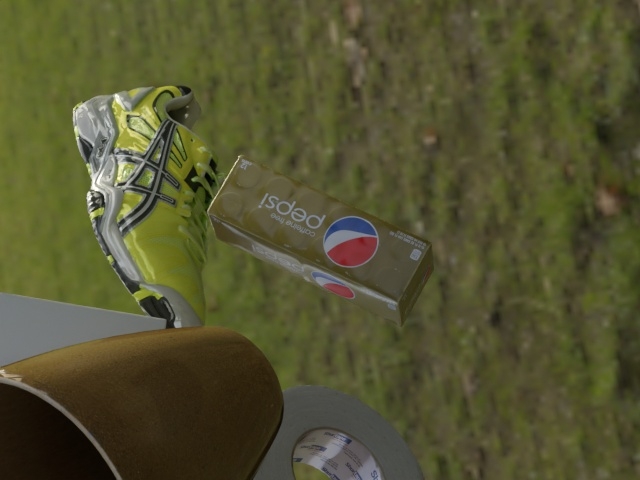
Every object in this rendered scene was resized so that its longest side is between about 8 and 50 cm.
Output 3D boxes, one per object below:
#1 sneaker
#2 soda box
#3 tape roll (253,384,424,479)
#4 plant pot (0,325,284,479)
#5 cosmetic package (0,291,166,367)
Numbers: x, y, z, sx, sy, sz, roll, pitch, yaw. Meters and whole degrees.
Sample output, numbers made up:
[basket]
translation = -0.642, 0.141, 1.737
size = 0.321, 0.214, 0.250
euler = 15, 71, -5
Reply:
[sneaker]
translation = -0.180, -0.049, 2.014
size = 0.145, 0.147, 0.384
euler = 63, -175, -50
[soda box]
translation = 0.000, 0.000, 1.457
size = 0.061, 0.181, 0.058
euler = -60, -17, -17
[tape roll]
translation = 0.003, 0.259, 1.818
size = 0.072, 0.219, 0.219
euler = -50, 48, 40
[plant pot]
translation = -0.153, 0.170, 1.458
size = 0.237, 0.254, 0.237
euler = 16, 120, 31
[cosmetic package]
translation = -0.323, 0.138, 1.837
size = 0.377, 0.284, 0.097
euler = 129, 148, -71
